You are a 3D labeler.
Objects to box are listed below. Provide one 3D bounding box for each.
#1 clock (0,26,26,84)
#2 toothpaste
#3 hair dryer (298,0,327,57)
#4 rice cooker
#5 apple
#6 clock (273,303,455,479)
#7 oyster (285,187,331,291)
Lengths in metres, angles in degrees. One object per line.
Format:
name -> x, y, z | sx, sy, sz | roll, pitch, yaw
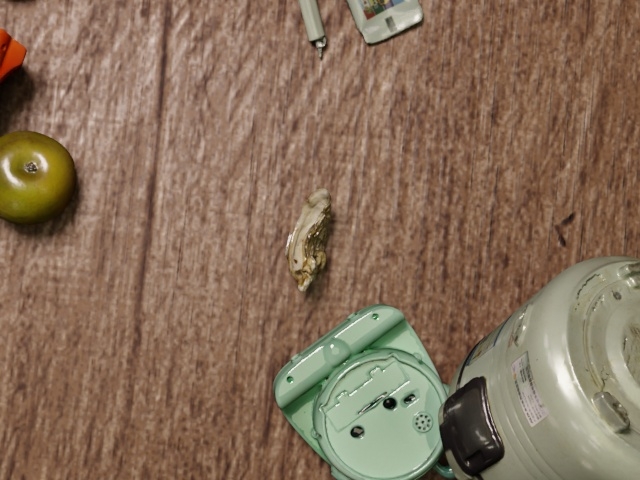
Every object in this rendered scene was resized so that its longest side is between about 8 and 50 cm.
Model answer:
clock -> -0.324, -0.118, 0.862 | 0.061, 0.113, 0.155 | 22, 85, -24
toothpaste -> 0.019, -0.319, 0.938 | 0.067, 0.037, 0.255 | -27, 93, -5
hair dryer -> -0.020, -0.239, 0.930 | 0.063, 0.038, 0.124 | -13, 102, 13
rice cooker -> 0.233, 0.148, 0.824 | 0.226, 0.244, 0.226 | 9, 61, -17
apple -> -0.271, -0.059, 0.879 | 0.090, 0.074, 0.089 | 6, 73, -21
clock -> 0.059, 0.165, 0.901 | 0.148, 0.060, 0.188 | -38, 91, -6
oyster -> 0.000, 0.000, 0.903 | 0.038, 0.080, 0.083 | 21, 120, -25
